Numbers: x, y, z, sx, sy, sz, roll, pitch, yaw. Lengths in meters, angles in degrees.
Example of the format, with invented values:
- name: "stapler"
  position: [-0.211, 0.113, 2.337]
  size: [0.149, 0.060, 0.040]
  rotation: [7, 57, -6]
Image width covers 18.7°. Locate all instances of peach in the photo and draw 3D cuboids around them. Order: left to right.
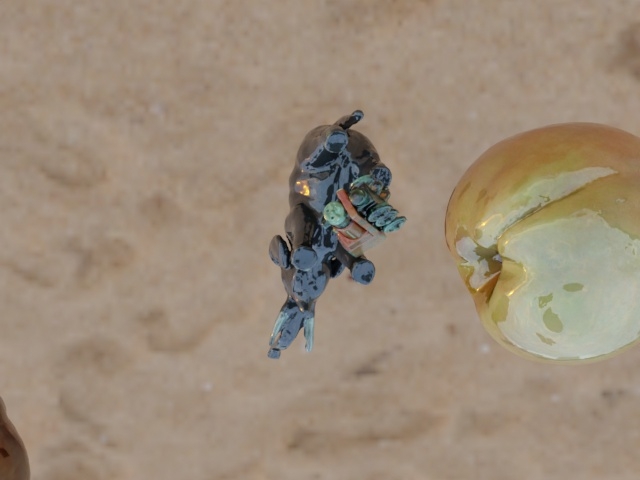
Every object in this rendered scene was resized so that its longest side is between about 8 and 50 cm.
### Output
- name: "peach"
  position: [0.183, -0.001, 1.412]
  size: [0.184, 0.184, 0.184]
  rotation: [-1, 149, -1]

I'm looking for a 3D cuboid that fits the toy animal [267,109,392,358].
- name: "toy animal"
  position: [0.001, 0.005, 1.840]
  size: [0.082, 0.269, 0.137]
  rotation: [13, -169, -13]

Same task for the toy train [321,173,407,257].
- name: "toy train"
  position: [0.036, -0.022, 1.750]
  size: [0.064, 0.044, 0.103]
  rotation: [-31, 160, 8]

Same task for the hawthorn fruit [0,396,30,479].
- name: "hawthorn fruit"
  position: [-0.361, 0.206, 1.534]
  size: [0.262, 0.210, 0.210]
  rotation: [-27, 158, -24]
